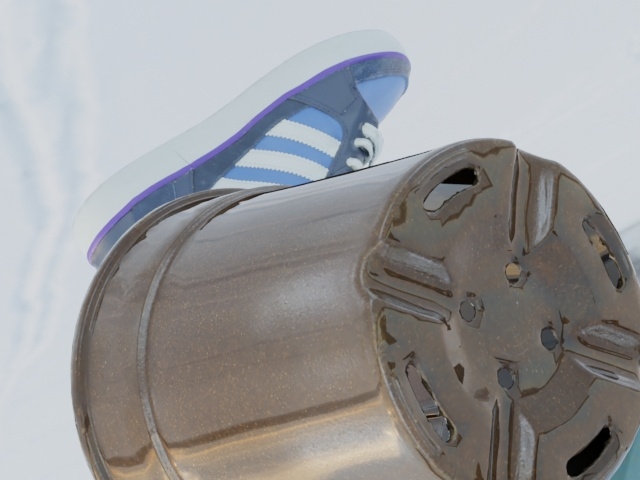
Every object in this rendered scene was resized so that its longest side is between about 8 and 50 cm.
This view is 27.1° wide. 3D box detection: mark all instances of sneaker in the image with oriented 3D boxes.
[{"bbox_3d":[0.000,0.000,1.007,0.323,0.236,0.130,-33,162,-25],"label":"sneaker"}]

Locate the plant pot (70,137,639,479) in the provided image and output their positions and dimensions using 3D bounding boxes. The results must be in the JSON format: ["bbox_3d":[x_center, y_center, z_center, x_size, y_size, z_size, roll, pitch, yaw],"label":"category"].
[{"bbox_3d":[0.018,0.043,0.490,0.167,0.167,0.165,-23,-178,-37],"label":"plant pot"}]

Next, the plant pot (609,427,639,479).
[{"bbox_3d":[0.302,0.266,1.177,0.255,0.271,0.271,-58,-170,-29],"label":"plant pot"}]
